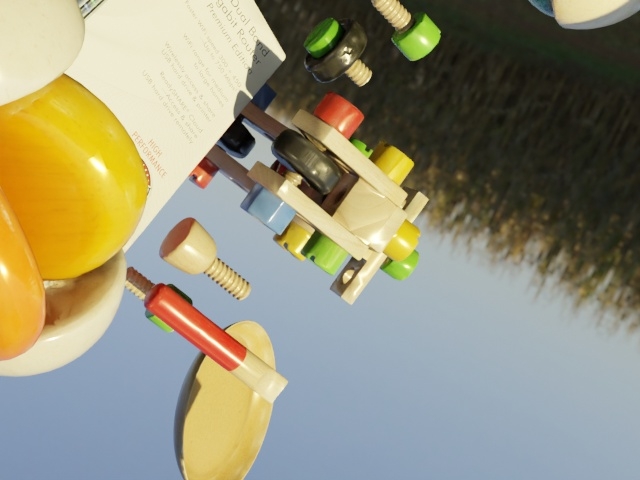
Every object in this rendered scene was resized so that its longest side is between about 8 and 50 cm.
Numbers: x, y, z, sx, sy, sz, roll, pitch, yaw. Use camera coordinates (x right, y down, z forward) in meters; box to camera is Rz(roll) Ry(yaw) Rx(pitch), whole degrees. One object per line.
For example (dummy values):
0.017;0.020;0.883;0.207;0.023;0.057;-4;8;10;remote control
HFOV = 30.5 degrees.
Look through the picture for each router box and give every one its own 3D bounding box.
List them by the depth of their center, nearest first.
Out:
-0.201;-0.178;0.832;0.082;0.301;0.335;-7;126;40;router box

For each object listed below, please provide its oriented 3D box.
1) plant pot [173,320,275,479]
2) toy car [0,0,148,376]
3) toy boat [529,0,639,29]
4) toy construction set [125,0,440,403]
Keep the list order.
-0.127;0.217;1.520;0.032;0.236;0.236;9;180;25;plant pot
-0.155;-0.013;0.377;0.182;0.159;0.136;12;-137;17;toy car
0.156;-0.272;0.745;0.148;0.267;0.318;14;-166;22;toy boat
0.000;0.000;1.003;0.237;0.309;0.257;42;149;-25;toy construction set
